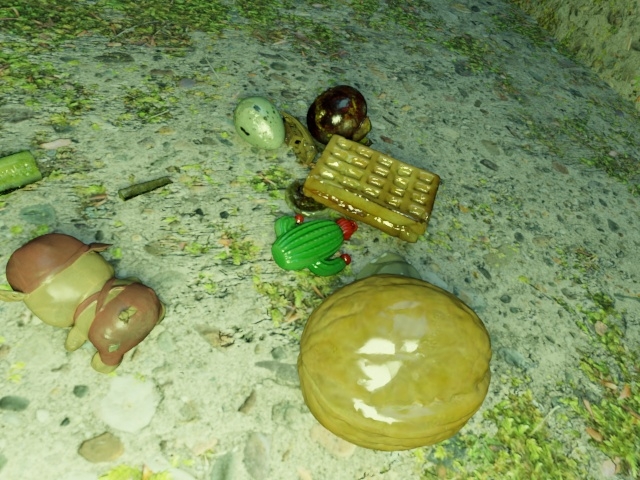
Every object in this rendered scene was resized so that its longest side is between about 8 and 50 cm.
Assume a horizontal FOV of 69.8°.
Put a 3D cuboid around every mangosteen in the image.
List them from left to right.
[{"bbox_3d":[0.067,-0.347,1.360,0.217,0.192,0.192,49,43,-19],"label":"mangosteen"}]

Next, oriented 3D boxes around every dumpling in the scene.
[{"bbox_3d":[0.149,0.116,1.015,0.167,0.126,0.215,-15,67,2],"label":"dumpling"}]

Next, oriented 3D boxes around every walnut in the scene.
[{"bbox_3d":[0.127,0.205,0.783,0.334,0.332,0.332,10,48,-11],"label":"walnut"}]

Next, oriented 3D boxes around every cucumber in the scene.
[{"bbox_3d":[-0.695,-0.118,0.948,0.211,0.062,0.077,-36,102,-45],"label":"cucumber"}]

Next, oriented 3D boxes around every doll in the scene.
[{"bbox_3d":[-0.406,0.093,0.799,0.256,0.152,0.196,38,14,-5],"label":"doll"}]

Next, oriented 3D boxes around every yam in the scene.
[{"bbox_3d":[-0.408,-0.127,1.077,0.033,0.027,0.130,44,49,18],"label":"yam"}]

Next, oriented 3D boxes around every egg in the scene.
[{"bbox_3d":[-0.166,-0.322,1.267,0.164,0.131,0.131,44,50,12],"label":"egg"}]

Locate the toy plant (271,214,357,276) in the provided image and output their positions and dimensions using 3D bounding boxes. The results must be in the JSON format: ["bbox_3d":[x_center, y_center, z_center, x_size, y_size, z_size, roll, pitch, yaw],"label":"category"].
[{"bbox_3d":[-0.002,0.012,1.065,0.241,0.088,0.154,5,60,-30],"label":"toy plant"}]

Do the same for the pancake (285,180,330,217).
[{"bbox_3d":[-0.032,-0.106,1.199,0.130,0.022,0.116,16,46,0],"label":"pancake"}]

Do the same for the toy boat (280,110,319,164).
[{"bbox_3d":[-0.074,-0.297,1.319,0.072,0.064,0.206,-1,48,-42],"label":"toy boat"}]

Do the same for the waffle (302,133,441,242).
[{"bbox_3d":[0.138,-0.141,1.199,0.328,0.098,0.224,23,48,4],"label":"waffle"}]
